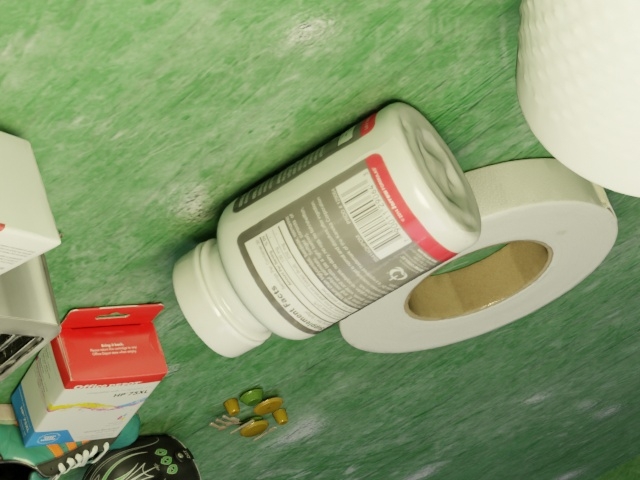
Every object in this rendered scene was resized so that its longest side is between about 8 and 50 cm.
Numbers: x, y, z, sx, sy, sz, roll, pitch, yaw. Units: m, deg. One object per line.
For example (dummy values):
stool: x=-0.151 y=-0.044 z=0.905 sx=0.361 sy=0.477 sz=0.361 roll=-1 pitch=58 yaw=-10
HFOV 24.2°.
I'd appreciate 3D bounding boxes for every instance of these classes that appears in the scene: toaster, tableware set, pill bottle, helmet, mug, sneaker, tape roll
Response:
toaster: x=-0.378 y=0.071 z=1.560 sx=0.186 sy=0.110 sz=0.168 roll=-37 pitch=151 yaw=30
tableware set: x=-0.098 y=0.259 z=2.250 sx=0.104 sy=0.024 sz=0.154 roll=-32 pitch=152 yaw=16
pill bottle: x=0.000 y=0.000 z=1.622 sx=0.318 sy=0.176 sz=0.176 roll=-30 pitch=153 yaw=21
helmet: x=-0.271 y=0.370 z=2.177 sx=0.161 sy=0.169 sz=0.169 roll=-23 pitch=160 yaw=-34
mug: x=0.345 y=-0.268 z=1.293 sx=0.374 sy=0.276 sz=0.328 roll=-44 pitch=155 yaw=-22
sneaker: x=-0.367 y=0.284 z=1.978 sx=0.302 sy=0.121 sz=0.108 roll=0 pitch=148 yaw=-37
tape roll: x=0.197 y=0.026 z=1.946 sx=0.392 sy=0.072 sz=0.392 roll=-17 pitch=154 yaw=-9

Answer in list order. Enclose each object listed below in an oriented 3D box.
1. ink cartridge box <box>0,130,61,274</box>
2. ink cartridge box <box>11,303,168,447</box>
ink cartridge box: x=-0.408 y=-0.003 z=1.341 sx=0.273 sy=0.114 sz=0.197 roll=-26 pitch=162 yaw=19
ink cartridge box: x=-0.284 y=0.169 z=1.863 sx=0.134 sy=0.078 sz=0.231 roll=-3 pitch=149 yaw=-33
